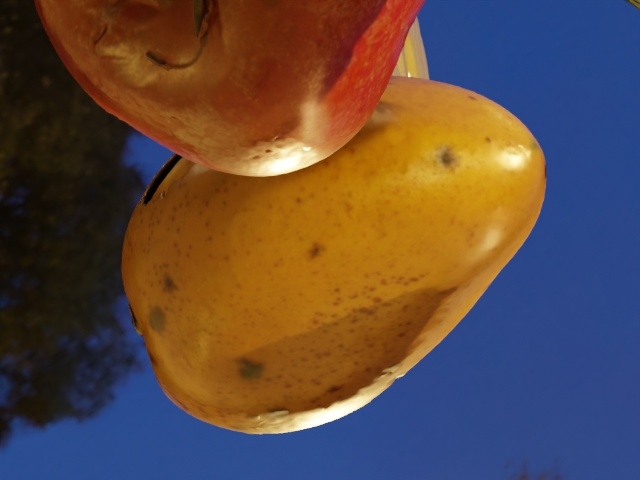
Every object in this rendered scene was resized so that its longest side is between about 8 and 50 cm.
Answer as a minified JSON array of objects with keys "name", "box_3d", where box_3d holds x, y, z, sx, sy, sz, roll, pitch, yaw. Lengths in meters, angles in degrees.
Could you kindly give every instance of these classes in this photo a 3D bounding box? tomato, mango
[{"name":"tomato","box_3d":[-0.032,-0.125,0.820,0.187,0.151,0.187,0,-89,32]},{"name":"mango","box_3d":[0.000,0.000,1.064,0.290,0.160,0.191,-33,-57,31]}]

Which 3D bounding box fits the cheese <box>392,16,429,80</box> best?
[{"name":"cheese","box_3d":[0.025,-0.103,1.473,0.104,0.384,0.384,-9,-69,9]}]

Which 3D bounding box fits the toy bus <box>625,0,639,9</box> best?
[{"name":"toy bus","box_3d":[0.123,-0.130,0.616,0.265,0.121,0.120,32,-90,2]}]
